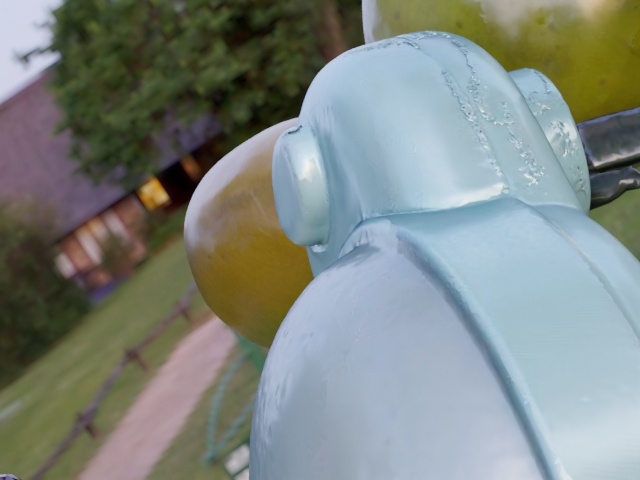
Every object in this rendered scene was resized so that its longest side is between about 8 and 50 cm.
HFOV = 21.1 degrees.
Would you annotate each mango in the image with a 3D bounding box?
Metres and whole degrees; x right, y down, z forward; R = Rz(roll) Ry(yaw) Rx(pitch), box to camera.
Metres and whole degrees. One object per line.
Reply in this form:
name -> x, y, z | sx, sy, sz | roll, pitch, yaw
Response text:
mango -> 0.000, 0.000, 1.035 | 0.114, 0.156, 0.251 | -48, 3, -20

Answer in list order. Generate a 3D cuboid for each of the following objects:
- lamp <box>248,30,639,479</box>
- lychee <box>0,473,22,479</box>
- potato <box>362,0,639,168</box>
lamp -> 0.052, 0.066, 0.529 | 0.147, 0.284, 0.209 | 3, -28, -8
lychee -> -0.286, 0.162, 0.604 | 0.500, 0.424, 0.424 | -9, 5, -2
potato -> 0.128, -0.170, 0.755 | 0.216, 0.216, 0.304 | -25, 51, 59
